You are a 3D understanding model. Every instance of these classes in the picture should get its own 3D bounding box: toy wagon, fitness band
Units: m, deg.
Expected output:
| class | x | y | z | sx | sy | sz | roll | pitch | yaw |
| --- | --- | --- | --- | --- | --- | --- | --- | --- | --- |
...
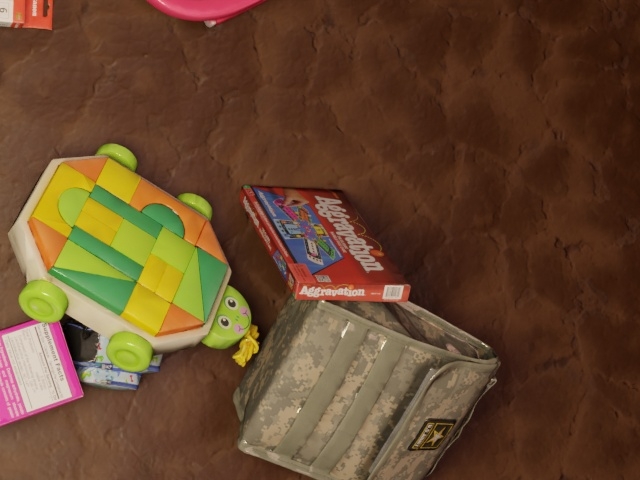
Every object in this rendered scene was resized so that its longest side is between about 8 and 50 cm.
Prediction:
| class | x | y | z | sx | sy | sz | roll | pitch | yaw |
| --- | --- | --- | --- | --- | --- | --- | --- | --- | --- |
| toy wagon | -0.209 | 0.035 | 1.706 | 0.344 | 0.068 | 0.267 | 32 | 46 | -14 |
| fitness band | -0.131 | -0.410 | 1.852 | 0.290 | 0.054 | 0.209 | -32 | 93 | -20 |

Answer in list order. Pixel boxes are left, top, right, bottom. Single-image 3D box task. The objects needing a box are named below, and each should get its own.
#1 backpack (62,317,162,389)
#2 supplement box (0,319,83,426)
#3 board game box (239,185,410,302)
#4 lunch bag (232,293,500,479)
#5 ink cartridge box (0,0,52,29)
| class | x | y | z | sx | sy | sz | roll | pitch | yaw |
| --- | --- | --- | --- | --- | --- | --- | --- | --- | --- |
| backpack | -0.256 | 0.144 | 1.725 | 0.114 | 0.105 | 0.084 | 7 | 86 | -28 |
| supplement box | -0.411 | 0.174 | 1.662 | 0.220 | 0.111 | 0.114 | -17 | 90 | -21 |
| board game box | 0.000 | 0.000 | 1.749 | 0.145 | 0.281 | 0.027 | 3 | 115 | -20 |
| lunch bag | 0.064 | 0.194 | 1.763 | 0.287 | 0.169 | 0.235 | 24 | 109 | -17 |
| ink cartridge box | -0.396 | -0.304 | 1.755 | 0.115 | 0.029 | 0.063 | 3 | 84 | -19 |
